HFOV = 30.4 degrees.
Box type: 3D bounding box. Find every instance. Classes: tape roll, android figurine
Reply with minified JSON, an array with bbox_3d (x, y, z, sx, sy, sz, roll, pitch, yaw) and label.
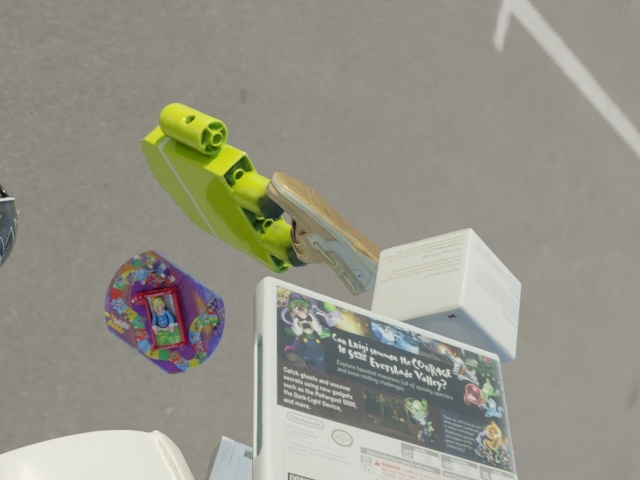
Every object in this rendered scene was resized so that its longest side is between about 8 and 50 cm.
[{"bbox_3d":[-0.290,0.309,1.090,0.392,0.072,0.392,-25,153,-14],"label":"tape roll"},{"bbox_3d":[-0.119,-0.060,1.414,0.056,0.273,0.248,-45,132,-17],"label":"android figurine"}]

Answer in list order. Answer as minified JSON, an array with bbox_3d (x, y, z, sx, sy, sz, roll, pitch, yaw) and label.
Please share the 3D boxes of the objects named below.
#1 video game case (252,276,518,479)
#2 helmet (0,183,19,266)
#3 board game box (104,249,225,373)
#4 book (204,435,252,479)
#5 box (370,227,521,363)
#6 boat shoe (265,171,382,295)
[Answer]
[{"bbox_3d":[0.043,0.122,0.740,0.190,0.022,0.173,20,45,-24],"label":"video game case"},{"bbox_3d":[-0.448,-0.018,1.414,0.169,0.161,0.169,-37,165,-11],"label":"helmet"},{"bbox_3d":[-0.212,0.100,1.544,0.133,0.169,0.033,-56,174,15],"label":"board game box"},{"bbox_3d":[-0.061,0.290,1.315,0.035,0.144,0.096,-50,-162,47],"label":"book"},{"bbox_3d":[0.115,0.059,1.073,0.101,0.102,0.087,43,44,-38],"label":"box"},{"bbox_3d":[0.000,0.000,1.180,0.059,0.063,0.170,-43,117,13],"label":"boat shoe"}]
